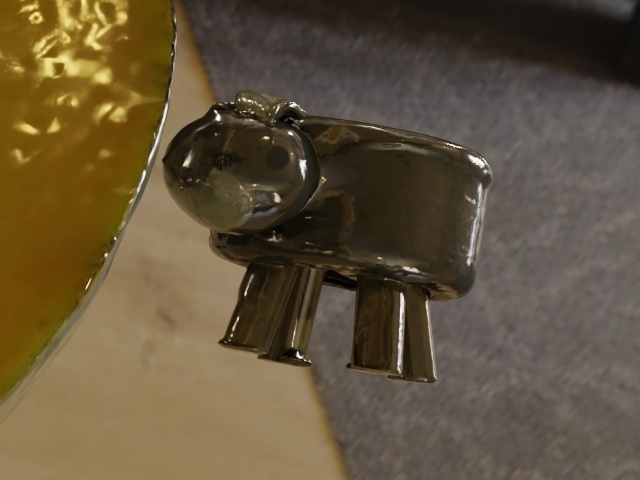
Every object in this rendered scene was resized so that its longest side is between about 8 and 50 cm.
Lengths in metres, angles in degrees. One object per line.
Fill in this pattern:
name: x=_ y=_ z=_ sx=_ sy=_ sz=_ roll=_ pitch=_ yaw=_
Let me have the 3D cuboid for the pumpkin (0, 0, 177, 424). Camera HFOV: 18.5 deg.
pumpkin: x=-0.128 y=0.003 z=0.410 sx=0.217 sy=0.110 sz=0.217 roll=-4 pitch=55 yaw=6

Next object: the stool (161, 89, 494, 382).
stool: x=-0.006 y=0.000 z=1.103 sx=0.228 sy=0.153 sz=0.139 roll=13 pitch=83 yaw=-31
